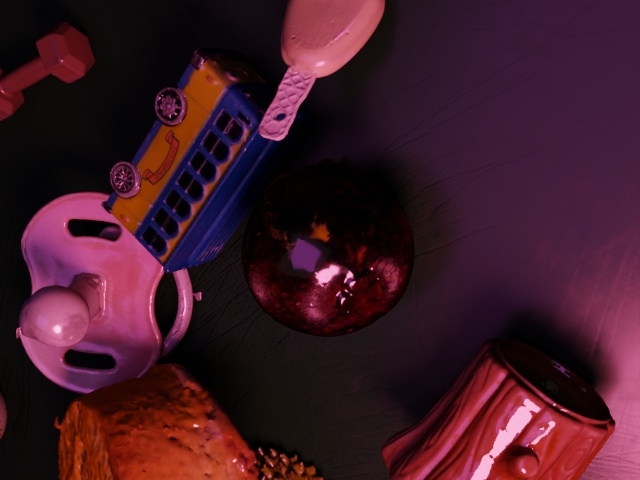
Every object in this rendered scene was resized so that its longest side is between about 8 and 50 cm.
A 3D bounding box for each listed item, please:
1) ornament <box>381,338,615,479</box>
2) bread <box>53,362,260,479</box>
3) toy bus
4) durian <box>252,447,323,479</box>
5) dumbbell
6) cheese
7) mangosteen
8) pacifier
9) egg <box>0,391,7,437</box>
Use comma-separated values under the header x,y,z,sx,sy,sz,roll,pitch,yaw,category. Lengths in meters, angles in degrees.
x,y,z,sx,sy,sz,roll,pitch,yaw,category
0.219,0.251,0.913,0.235,0.221,0.218,32,107,9,ornament
-0.233,0.378,1.090,0.398,0.215,0.399,10,102,56,bread
-0.164,-0.112,1.076,0.175,0.138,0.288,44,114,14,toy bus
-0.031,0.472,1.143,0.352,0.158,0.169,65,151,4,durian
-0.474,-0.272,1.229,0.230,0.092,0.082,-18,62,26,dumbbell
-0.014,-0.235,0.962,0.127,0.054,0.252,18,72,22,cheese
0.000,0.000,0.989,0.228,0.228,0.265,-62,34,20,mangosteen
-0.360,0.091,1.165,0.220,0.273,0.332,15,105,40,pacifier
-0.675,0.312,1.374,0.231,0.169,0.169,22,108,31,egg
